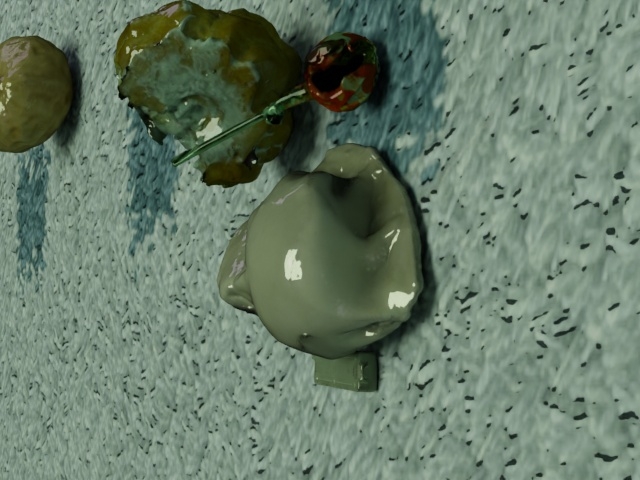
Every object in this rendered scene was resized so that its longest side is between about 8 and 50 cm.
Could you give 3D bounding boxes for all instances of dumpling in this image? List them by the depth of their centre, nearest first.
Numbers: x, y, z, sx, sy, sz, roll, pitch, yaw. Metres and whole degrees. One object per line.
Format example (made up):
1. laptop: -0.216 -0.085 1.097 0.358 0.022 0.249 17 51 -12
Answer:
1. dumpling: 0.000 0.000 1.024 0.176 0.092 0.150 165 121 -70

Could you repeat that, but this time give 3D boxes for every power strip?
1. power strip: 0.016 0.088 1.055 0.083 0.017 0.027 178 95 -66

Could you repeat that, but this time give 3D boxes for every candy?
1. candy: -0.035 -0.090 1.073 0.185 0.049 0.055 -26 59 30

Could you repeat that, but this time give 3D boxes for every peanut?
1. peanut: -0.349 -0.171 1.795 0.159 0.109 0.140 173 99 -68

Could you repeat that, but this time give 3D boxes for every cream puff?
1. cream puff: -0.081 -0.122 1.164 0.121 0.156 0.156 -46 37 12
